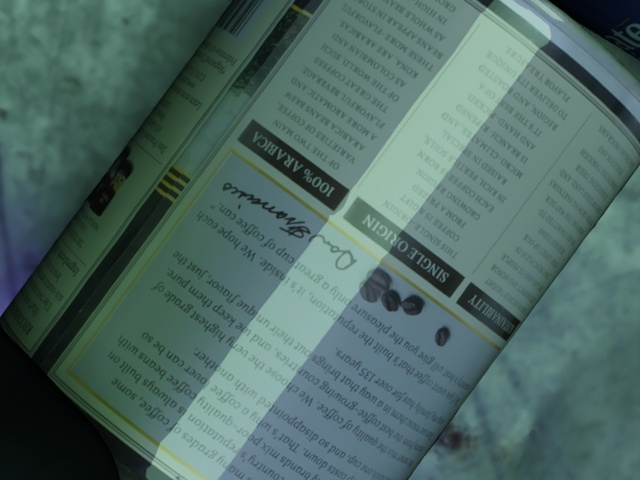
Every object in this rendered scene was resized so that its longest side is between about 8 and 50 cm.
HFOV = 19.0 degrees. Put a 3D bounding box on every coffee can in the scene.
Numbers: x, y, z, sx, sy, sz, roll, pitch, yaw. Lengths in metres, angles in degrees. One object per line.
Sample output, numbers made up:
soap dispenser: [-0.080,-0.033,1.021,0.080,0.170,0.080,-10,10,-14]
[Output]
coffee can: [0.000,0.000,0.884,0.201,0.201,0.275,36,91,-15]

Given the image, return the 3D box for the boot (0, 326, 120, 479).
boot: [-0.189,-0.117,0.769,0.146,0.367,0.445,4,100,-54]

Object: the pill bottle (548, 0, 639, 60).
pill bottle: [0.159,-0.157,0.930,0.219,0.123,0.123,29,93,-14]
